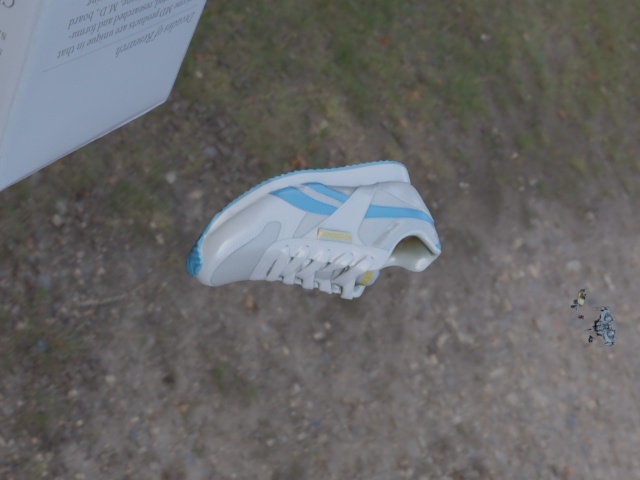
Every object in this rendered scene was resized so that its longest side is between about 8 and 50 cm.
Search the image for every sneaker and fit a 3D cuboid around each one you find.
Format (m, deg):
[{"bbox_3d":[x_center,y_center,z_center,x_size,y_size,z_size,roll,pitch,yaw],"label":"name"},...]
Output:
[{"bbox_3d":[0.000,0.000,0.980,0.229,0.087,0.092,-15,64,-33],"label":"sneaker"}]

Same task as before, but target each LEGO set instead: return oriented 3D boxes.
[{"bbox_3d":[0.323,0.093,1.405,0.083,0.023,0.054,33,62,-32],"label":"LEGO set"}]

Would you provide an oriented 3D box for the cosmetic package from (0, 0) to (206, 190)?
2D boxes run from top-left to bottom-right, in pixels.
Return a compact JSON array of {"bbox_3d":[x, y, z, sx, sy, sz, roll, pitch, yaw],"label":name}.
[{"bbox_3d":[-0.298,-0.326,1.168,0.329,0.393,0.327,34,35,10],"label":"cosmetic package"}]
